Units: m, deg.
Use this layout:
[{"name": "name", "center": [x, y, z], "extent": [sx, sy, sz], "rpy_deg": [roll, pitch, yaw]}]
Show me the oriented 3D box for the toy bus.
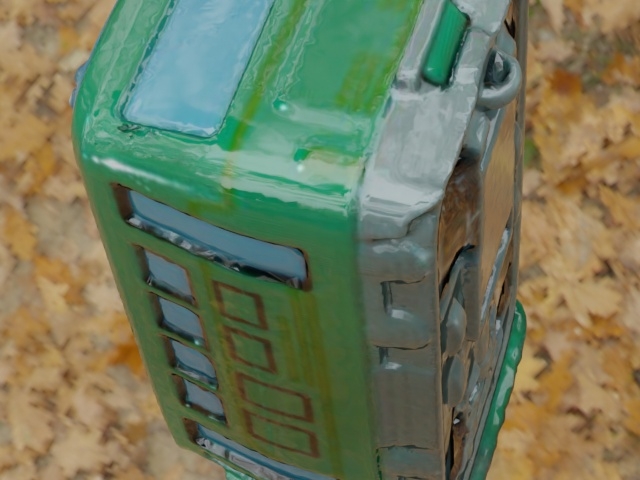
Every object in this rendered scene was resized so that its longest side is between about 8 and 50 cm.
[{"name": "toy bus", "center": [0.000, 0.000, 0.832], "extent": [0.199, 0.344, 0.184], "rpy_deg": [12, 56, 14]}]
